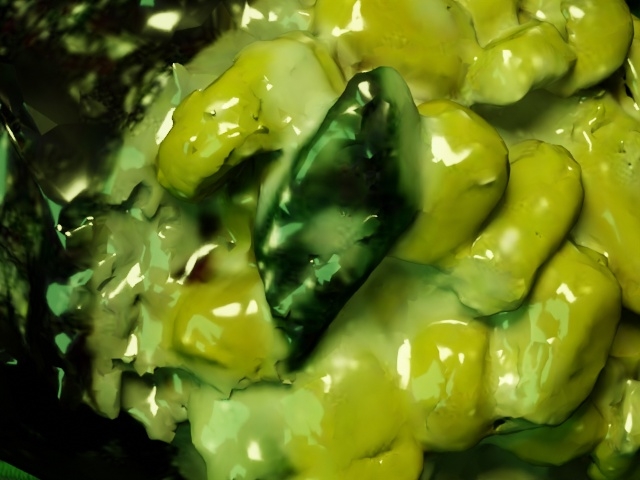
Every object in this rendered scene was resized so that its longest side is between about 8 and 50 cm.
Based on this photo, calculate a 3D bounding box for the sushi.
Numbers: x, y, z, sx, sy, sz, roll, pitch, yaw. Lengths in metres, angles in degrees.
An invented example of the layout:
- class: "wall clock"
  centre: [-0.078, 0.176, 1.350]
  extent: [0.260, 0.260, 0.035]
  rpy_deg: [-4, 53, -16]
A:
- class: "sushi"
  centre: [0.000, 0.000, 0.700]
  extent: [0.285, 0.329, 0.328]
  rpy_deg: [27, 115, 48]
